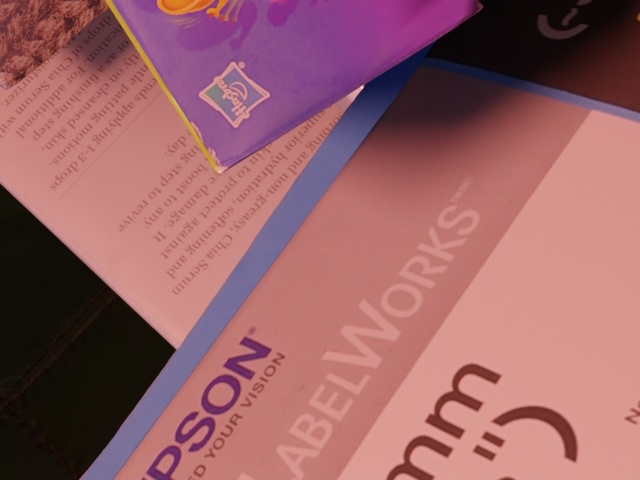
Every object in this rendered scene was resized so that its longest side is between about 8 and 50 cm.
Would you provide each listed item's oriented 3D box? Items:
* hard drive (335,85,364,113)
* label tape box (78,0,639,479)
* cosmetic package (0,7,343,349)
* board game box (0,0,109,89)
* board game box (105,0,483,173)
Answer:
[{"bbox_3d":[-0.028,-0.147,0.895,0.319,0.040,0.210,51,-179,8],"label":"hard drive"},{"bbox_3d":[0.069,0.022,0.481,0.347,0.249,0.115,24,163,43],"label":"label tape box"},{"bbox_3d":[0.000,0.000,1.135,0.453,0.230,0.161,41,174,24],"label":"cosmetic package"},{"bbox_3d":[-0.247,-0.271,1.056,0.291,0.141,0.232,51,-179,42],"label":"board game box"},{"bbox_3d":[-0.088,-0.196,0.512,0.347,0.078,0.233,57,-177,-8],"label":"board game box"}]
